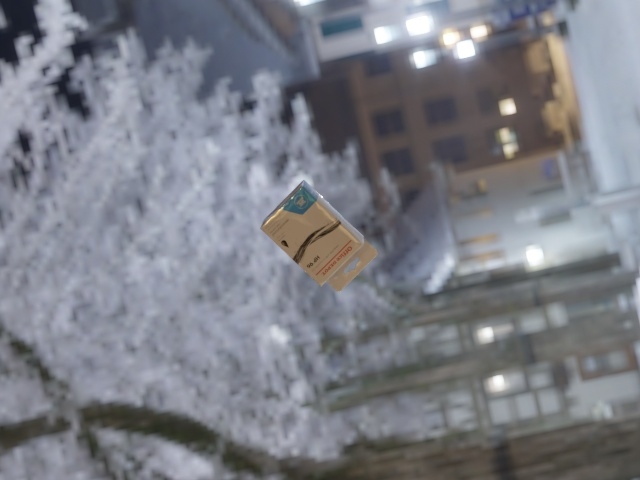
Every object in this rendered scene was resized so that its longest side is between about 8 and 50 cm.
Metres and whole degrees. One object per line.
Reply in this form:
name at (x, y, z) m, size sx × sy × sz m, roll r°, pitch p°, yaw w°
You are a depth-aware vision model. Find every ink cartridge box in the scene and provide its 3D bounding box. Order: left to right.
ink cartridge box at (0.000, 0.000, 1.372) m, size 0.083 × 0.048 × 0.028 m, roll 43°, pitch -169°, yaw -8°
